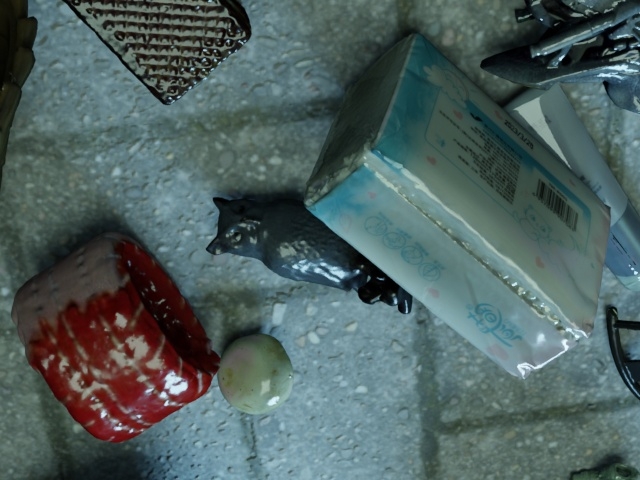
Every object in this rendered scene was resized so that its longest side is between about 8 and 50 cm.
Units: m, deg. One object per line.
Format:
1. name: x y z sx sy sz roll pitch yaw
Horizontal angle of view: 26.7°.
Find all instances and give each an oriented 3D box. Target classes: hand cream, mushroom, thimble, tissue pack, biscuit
1. hand cream: 0.261 -0.049 1.329 0.079 0.048 0.255 -37 114 9
2. mushroom: -0.064 0.137 1.384 0.084 0.067 0.083 4 97 33
3. thimble: -0.196 0.094 1.290 0.125 0.163 0.189 -32 118 10
4. tissue pack: 0.129 -0.032 1.215 0.271 0.201 0.124 39 132 -16
5. biscuit: -0.173 -0.240 1.154 0.106 0.070 0.252 -37 117 13

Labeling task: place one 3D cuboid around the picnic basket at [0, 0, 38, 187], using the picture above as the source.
1. picnic basket: -0.376 -0.156 1.071 0.291 0.254 0.321 4 130 -9

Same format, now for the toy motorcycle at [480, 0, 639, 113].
1. toy motorcycle: 0.311 -0.176 1.228 0.307 0.108 0.173 13 123 -11

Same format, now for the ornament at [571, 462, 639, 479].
1. ornament: 0.318 0.285 1.532 0.068 0.041 0.092 7 128 -4

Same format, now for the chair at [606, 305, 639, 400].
1. chair: 0.450 0.104 1.394 0.260 0.141 0.154 3 133 45

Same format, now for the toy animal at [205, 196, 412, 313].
1. toy animal: -0.004 0.000 1.321 0.210 0.121 0.117 12 164 5
